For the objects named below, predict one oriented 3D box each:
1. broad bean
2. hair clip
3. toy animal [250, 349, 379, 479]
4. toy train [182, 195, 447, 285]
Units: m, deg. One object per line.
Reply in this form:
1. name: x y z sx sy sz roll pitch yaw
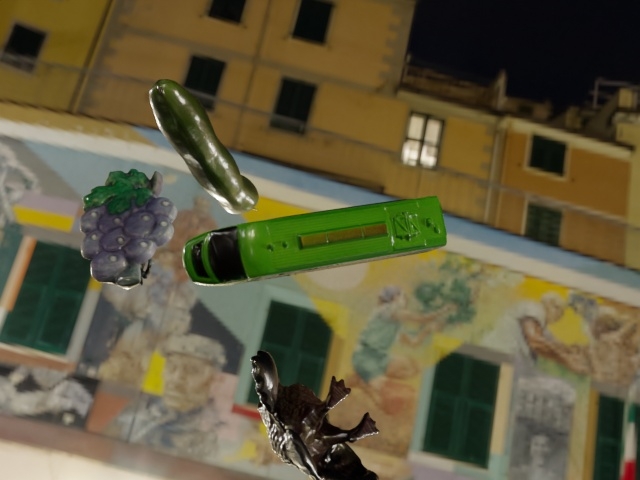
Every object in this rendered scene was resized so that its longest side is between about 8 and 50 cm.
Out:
1. broad bean: -0.107 -0.078 1.044 0.046 0.065 0.254 -22 -29 6
2. hair clip: -0.238 -0.017 1.331 0.124 0.195 0.052 -11 -41 -5
3. toy animal: -0.032 0.217 1.236 0.218 0.116 0.179 48 -30 -16
4. toy train: 0.000 0.000 0.814 0.209 0.044 0.042 -9 -6 -27
